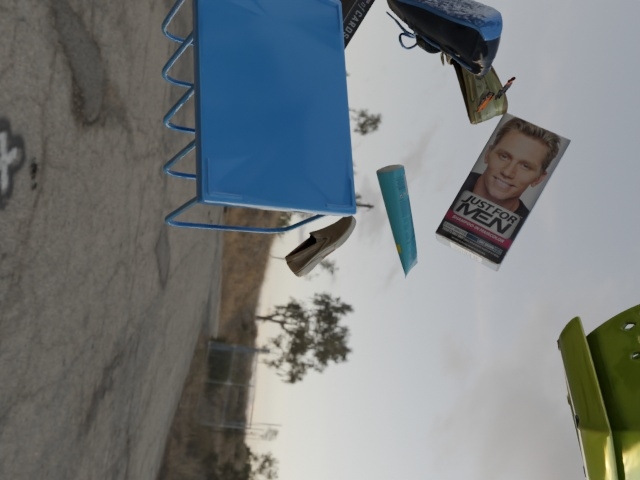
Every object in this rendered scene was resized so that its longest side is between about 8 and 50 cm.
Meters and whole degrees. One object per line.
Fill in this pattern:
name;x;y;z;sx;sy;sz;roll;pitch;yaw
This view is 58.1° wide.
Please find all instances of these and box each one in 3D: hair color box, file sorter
hair color box;0.441;-0.118;1.410;0.347;0.174;0.105;-60;162;-3
file sorter;-0.056;-0.096;0.439;0.104;0.118;0.170;-17;-107;54

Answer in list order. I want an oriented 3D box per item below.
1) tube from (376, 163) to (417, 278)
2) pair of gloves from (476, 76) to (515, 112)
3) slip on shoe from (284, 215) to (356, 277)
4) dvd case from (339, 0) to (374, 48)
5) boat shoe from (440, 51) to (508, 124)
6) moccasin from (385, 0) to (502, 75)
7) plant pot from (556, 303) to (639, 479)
tube;0.153;-0.038;1.088;0.080;0.052;0.207;-36;116;-52
pair of gloves;0.357;-0.299;1.183;0.010;0.083;0.074;54;-9;10
slip on shoe;0.000;0.000;0.926;0.135;0.041;0.051;-42;-157;-6
dvd case;0.022;-0.364;0.853;0.179;0.030;0.238;-57;-151;12
boat shoe;0.326;-0.400;1.305;0.104;0.089;0.285;42;25;-73
moccasin;0.216;-0.414;1.118;0.342;0.138;0.116;-116;-166;-49
plant pot;0.454;0.228;0.791;0.227;0.207;0.228;-78;150;-49
